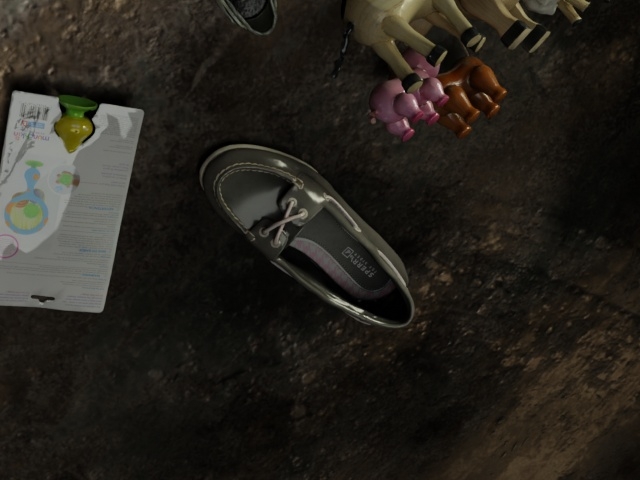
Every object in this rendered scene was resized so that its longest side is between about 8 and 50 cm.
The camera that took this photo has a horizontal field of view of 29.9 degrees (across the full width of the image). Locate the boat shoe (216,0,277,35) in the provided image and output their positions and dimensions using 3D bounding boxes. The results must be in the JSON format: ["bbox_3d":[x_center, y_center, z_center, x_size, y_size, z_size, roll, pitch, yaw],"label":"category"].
[{"bbox_3d":[-0.095,-0.300,1.175,0.077,0.070,0.219,-31,129,-3],"label":"boat shoe"}]

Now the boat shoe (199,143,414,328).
[{"bbox_3d":[0.000,0.000,1.405,0.112,0.095,0.335,-46,128,10],"label":"boat shoe"}]

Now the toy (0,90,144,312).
[{"bbox_3d":[-0.280,-0.043,1.274,0.137,0.056,0.237,6,114,-24],"label":"toy"}]

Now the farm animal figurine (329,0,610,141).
[{"bbox_3d":[0.145,-0.260,1.229,0.327,0.172,0.330,-43,166,5],"label":"farm animal figurine"}]
